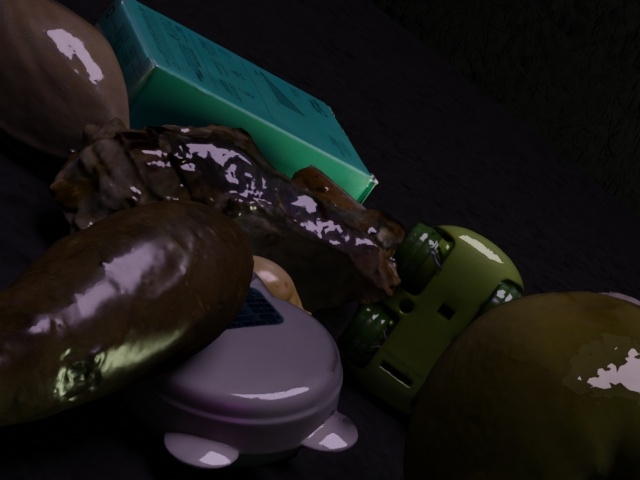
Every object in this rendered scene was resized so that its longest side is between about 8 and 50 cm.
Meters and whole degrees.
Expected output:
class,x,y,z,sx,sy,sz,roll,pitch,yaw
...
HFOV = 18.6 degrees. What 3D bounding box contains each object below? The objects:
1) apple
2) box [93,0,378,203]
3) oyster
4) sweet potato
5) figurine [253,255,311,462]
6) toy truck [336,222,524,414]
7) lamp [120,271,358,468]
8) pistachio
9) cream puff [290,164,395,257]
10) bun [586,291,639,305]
class,x,y,z,sx,sy,sz,roll,pitch,yaw
apple,0.216,0.188,1.645,0.292,0.292,0.254,33,2,-8
box,-0.112,-0.130,2.202,0.311,0.118,0.205,26,21,-30
oyster,-0.083,-0.012,1.815,0.337,0.133,0.198,24,52,-13
sweet potato,-0.182,0.060,1.403,0.130,0.130,0.422,41,38,19
figurine,-0.057,0.102,1.695,0.108,0.114,0.196,58,6,-47
toy truck,0.109,0.083,1.963,0.148,0.187,0.210,35,-8,0
lamp,-0.083,0.101,1.589,0.179,0.108,0.246,-1,37,-29
pistachio,-0.277,-0.158,1.927,0.238,0.153,0.138,41,-25,7
cream puff,0.000,0.000,2.063,0.150,0.115,0.165,37,5,-19
bun,0.241,0.187,1.868,0.175,0.263,0.263,-15,44,-28
